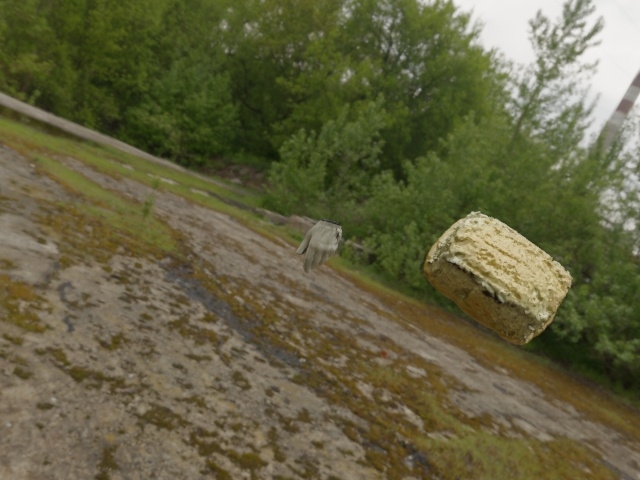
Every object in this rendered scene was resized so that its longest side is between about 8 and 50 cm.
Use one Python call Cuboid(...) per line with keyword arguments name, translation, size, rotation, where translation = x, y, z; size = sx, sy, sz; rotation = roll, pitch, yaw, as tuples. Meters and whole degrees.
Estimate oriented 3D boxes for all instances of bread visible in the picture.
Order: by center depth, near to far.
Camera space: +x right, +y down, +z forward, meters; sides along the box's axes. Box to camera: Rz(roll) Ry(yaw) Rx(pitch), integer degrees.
Cuboid(name="bread", translation=(0.314, 0.060, 0.964), size=(0.245, 0.174, 0.121), rotation=(36, -31, 17))

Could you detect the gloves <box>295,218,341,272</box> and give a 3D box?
Cuboid(name="gloves", translation=(-0.001, 0.001, 0.629), size=(0.044, 0.081, 0.037), rotation=(22, 21, 8))
